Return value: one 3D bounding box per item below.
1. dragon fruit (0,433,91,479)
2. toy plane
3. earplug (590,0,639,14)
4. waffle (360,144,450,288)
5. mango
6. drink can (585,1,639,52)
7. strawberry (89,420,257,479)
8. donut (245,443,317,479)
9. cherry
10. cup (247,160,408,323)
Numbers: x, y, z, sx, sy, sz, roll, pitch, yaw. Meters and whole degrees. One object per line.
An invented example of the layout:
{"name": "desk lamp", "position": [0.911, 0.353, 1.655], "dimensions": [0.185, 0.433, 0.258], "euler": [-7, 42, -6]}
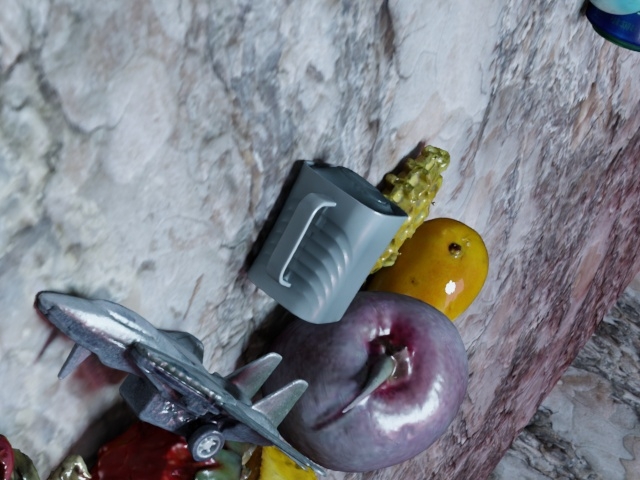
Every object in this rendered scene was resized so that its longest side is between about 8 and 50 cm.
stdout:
{"name": "dragon fruit", "position": [-0.251, 0.236, 0.840], "dimensions": [0.212, 0.134, 0.262], "euler": [-66, -170, -22]}
{"name": "toy plane", "position": [-0.125, 0.106, 0.922], "dimensions": [0.267, 0.212, 0.088], "euler": [26, 100, -45]}
{"name": "earplug", "position": [0.393, -0.398, 1.313], "dimensions": [0.185, 0.185, 0.324], "euler": [-23, 148, -56]}
{"name": "waffle", "position": [0.065, -0.019, 1.266], "dimensions": [0.192, 0.046, 0.161], "euler": [-21, 141, -57]}
{"name": "mango", "position": [0.109, 0.069, 1.394], "dimensions": [0.219, 0.112, 0.145], "euler": [-56, 177, 25]}
{"name": "drink can", "position": [0.420, -0.344, 1.490], "dimensions": [0.118, 0.118, 0.205], "euler": [-28, 144, -52]}
{"name": "strawberry", "position": [-0.168, 0.234, 1.037], "dimensions": [0.236, 0.111, 0.190], "euler": [-46, -166, 20]}
{"name": "donut", "position": [-0.097, 0.288, 1.118], "dimensions": [0.253, 0.118, 0.254], "euler": [-51, -153, 38]}
{"name": "cherry", "position": [0.044, 0.146, 1.240], "dimensions": [0.213, 0.184, 0.266], "euler": [-4, 173, -21]}
{"name": "cup", "position": [0.000, 0.000, 1.078], "dimensions": [0.129, 0.095, 0.128], "euler": [-60, 159, 13]}
